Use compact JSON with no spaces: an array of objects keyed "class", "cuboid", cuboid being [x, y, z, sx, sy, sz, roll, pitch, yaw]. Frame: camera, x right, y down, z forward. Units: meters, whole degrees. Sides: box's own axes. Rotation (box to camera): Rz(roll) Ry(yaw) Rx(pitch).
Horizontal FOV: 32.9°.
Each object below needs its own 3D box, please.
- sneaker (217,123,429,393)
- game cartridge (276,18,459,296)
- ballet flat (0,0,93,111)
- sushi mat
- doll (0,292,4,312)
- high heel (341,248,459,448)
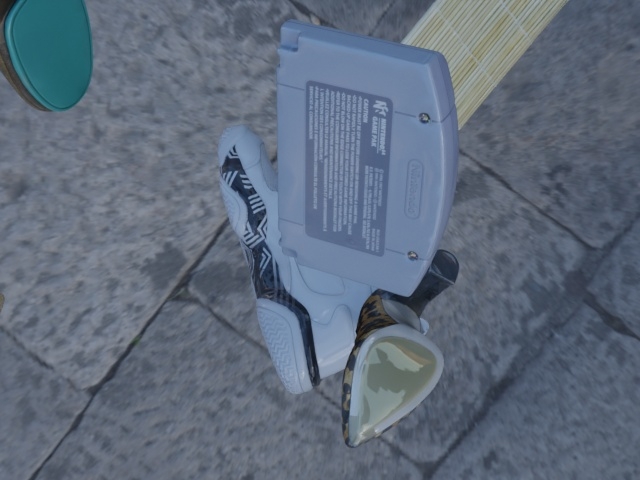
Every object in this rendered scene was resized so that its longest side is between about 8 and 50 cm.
[{"class":"sneaker","cuboid":[0.000,0.000,1.411,0.210,0.137,0.366,-17,74,-1]},{"class":"game cartridge","cuboid":[0.014,-0.023,0.328,0.056,0.017,0.083,19,131,21]},{"class":"ballet flat","cuboid":[-0.305,-0.251,0.991,0.124,0.342,0.116,28,70,18]},{"class":"sushi mat","cuboid":[0.167,-0.221,1.230,0.316,0.019,0.151,-50,128,0]},{"class":"doll","cuboid":[-0.540,0.059,1.533,0.189,0.129,0.046,20,89,30]},{"class":"high heel","cuboid":[0.059,0.143,1.193,0.093,0.186,0.261,35,54,-6]}]
